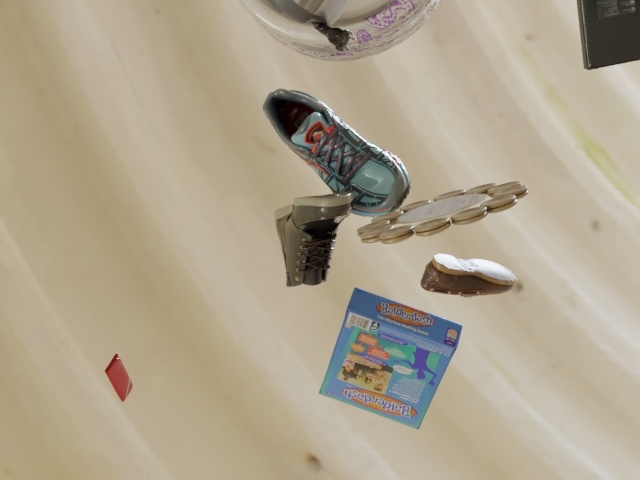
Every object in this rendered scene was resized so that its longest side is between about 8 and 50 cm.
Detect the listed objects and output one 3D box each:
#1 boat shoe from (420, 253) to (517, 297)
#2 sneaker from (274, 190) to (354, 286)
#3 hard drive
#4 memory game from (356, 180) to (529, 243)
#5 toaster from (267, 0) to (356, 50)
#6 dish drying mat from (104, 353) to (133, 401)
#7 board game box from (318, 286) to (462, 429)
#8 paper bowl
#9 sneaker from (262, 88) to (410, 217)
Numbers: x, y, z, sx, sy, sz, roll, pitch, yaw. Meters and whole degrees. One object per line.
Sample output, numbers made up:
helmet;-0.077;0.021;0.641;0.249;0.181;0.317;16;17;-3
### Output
boat shoe;0.284;0.075;2.259;0.207;0.073;0.073;11;-61;-28
sneaker;0.000;0.000;1.619;0.083;0.222;0.118;-7;-95;-17
hard drive;0.387;-0.299;1.538;0.094;0.022;0.135;-12;-74;-6
memory game;0.126;-0.029;1.209;0.186;0.186;0.012;-26;-77;-46
toaster;-0.022;-0.293;1.035;0.146;0.227;0.129;-51;-11;17
dish drying mat;-0.276;0.189;1.608;0.032;0.008;0.083;-59;-24;-29
board game box;0.096;0.171;1.663;0.210;0.160;0.047;107;-176;-47
paper bowl;0.029;-0.363;1.441;0.284;0.284;0.148;-61;-13;0
sneaker;0.010;-0.125;1.640;0.104;0.262;0.125;-54;-30;5
